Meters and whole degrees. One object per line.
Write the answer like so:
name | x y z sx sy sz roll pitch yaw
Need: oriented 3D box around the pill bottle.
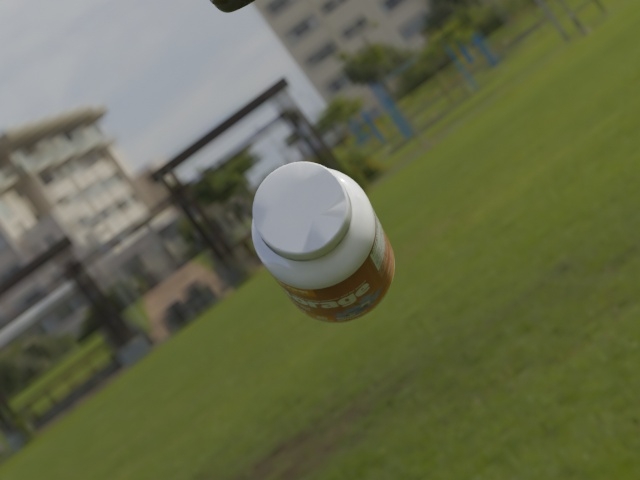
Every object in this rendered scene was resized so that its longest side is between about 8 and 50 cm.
pill bottle | 0.000 0.000 1.777 0.121 0.121 0.216 -36 -20 -1

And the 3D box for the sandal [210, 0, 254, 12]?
sandal | -0.002 -0.225 1.437 0.090 0.060 0.219 -19 17 45
